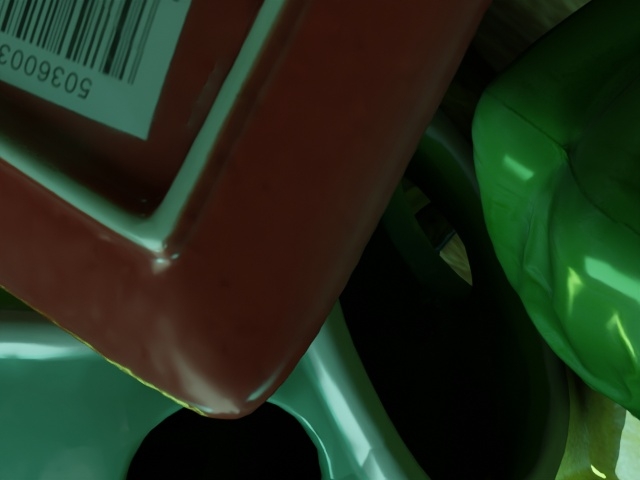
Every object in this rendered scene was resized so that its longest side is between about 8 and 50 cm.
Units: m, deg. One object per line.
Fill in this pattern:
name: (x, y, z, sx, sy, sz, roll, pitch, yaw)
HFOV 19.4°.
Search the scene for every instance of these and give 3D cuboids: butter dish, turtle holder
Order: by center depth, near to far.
butter dish: (-0.024, -0.065, 0.419, 0.160, 0.160, 0.118, 32, -168, 21)
turtle holder: (-0.062, 0.013, 0.582, 0.227, 0.320, 0.243, -16, 175, 35)

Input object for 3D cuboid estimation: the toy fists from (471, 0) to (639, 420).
toy fists: (0.156, 0.037, 0.353, 0.279, 0.096, 0.142, 32, 179, 17)

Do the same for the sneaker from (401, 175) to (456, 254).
sneaker: (0.000, 0.000, 0.768, 0.081, 0.080, 0.211, 42, 160, 4)

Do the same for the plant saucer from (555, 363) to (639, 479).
plant saucer: (0.192, 0.125, 0.659, 0.333, 0.081, 0.333, 35, 170, 5)
